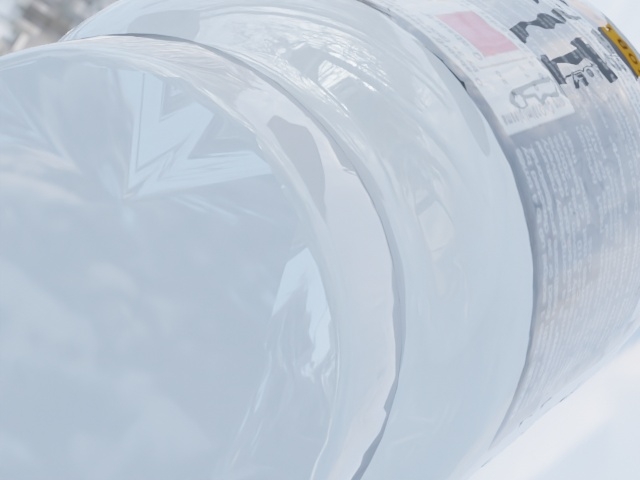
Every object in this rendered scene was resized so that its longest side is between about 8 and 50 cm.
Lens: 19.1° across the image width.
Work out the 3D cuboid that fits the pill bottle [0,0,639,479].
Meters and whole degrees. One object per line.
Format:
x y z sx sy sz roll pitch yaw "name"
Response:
0.000 0.000 0.549 0.162 0.162 0.278 -54 -13 21 "pill bottle"
